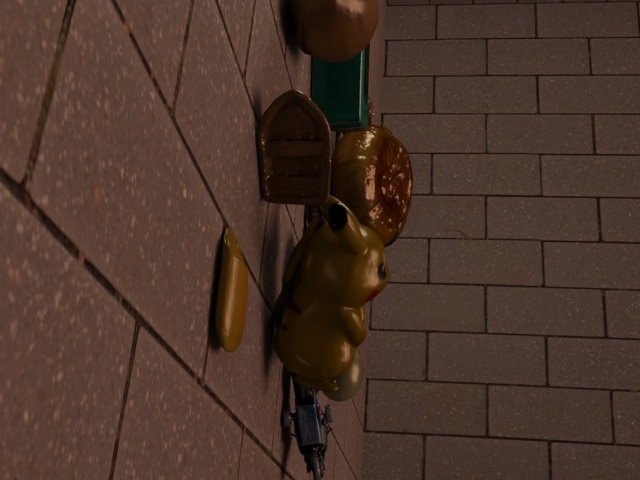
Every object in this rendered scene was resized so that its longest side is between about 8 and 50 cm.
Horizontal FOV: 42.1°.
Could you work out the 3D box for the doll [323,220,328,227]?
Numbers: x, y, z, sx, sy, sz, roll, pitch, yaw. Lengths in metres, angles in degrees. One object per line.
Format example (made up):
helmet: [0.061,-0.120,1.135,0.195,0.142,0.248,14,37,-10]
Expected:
doll: [0.012,-0.066,2.016,0.093,0.051,0.061,-136,-141,-60]

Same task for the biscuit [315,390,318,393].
biscuit: [-0.010,0.243,1.863,0.212,0.036,0.212,2,90,-82]

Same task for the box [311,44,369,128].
box: [0.050,-0.412,1.902,0.205,0.118,0.311,-14,106,-84]

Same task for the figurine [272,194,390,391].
figurine: [0.017,0.079,1.415,0.218,0.169,0.326,-100,-148,-72]

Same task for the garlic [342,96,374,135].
garlic: [0.101,-0.353,2.334,0.159,0.102,0.147,51,42,-77]

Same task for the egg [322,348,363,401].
egg: [0.047,0.310,1.998,0.114,0.114,0.152,75,19,-64]

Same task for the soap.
soap: [-0.115,0.061,1.084,0.089,0.033,0.168,68,24,-77]

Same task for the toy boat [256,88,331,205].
toy boat: [-0.040,-0.153,1.310,0.061,0.116,0.188,-83,174,-63]

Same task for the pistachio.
pistachio: [0.024,-0.428,1.567,0.181,0.162,0.293,-63,174,5]

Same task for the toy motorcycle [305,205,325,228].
toy motorcycle: [0.000,0.000,1.827,0.173,0.058,0.100,74,14,-60]

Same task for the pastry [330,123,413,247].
pastry: [0.131,-0.139,2.239,0.356,0.164,0.356,-11,103,-59]

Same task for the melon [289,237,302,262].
melon: [-0.006,0.056,1.588,0.114,0.114,0.167,82,9,-49]

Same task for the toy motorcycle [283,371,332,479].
toy motorcycle: [-0.023,0.339,1.610,0.135,0.092,0.254,-121,-157,-88]
